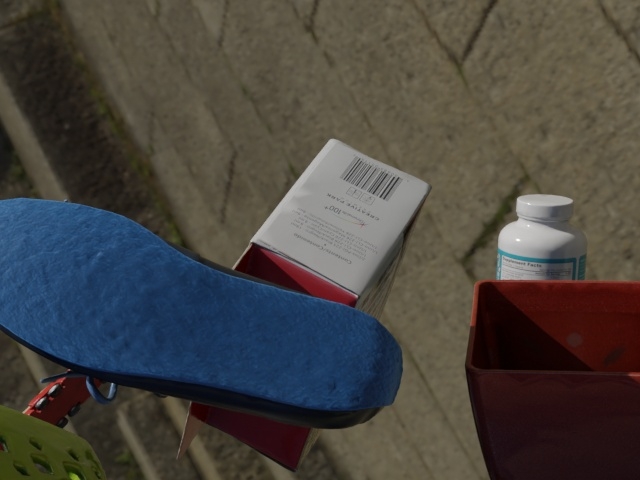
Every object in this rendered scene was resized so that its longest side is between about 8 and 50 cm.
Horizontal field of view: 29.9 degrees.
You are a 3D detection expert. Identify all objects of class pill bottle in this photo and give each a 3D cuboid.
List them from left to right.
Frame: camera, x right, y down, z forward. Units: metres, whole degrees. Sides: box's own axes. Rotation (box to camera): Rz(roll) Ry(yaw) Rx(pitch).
[{"bbox_3d":[0.363,0.061,1.980,0.146,0.146,0.264,-153,62,-62],"label":"pill bottle"}]

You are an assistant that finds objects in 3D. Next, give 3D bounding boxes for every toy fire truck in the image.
[{"bbox_3d":[-0.369,0.222,1.627,0.047,0.192,0.135,50,153,-15],"label":"toy fire truck"}]

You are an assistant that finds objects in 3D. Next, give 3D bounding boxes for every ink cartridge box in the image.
[{"bbox_3d":[-0.022,0.096,1.314,0.130,0.272,0.309,27,135,10],"label":"ink cartridge box"}]

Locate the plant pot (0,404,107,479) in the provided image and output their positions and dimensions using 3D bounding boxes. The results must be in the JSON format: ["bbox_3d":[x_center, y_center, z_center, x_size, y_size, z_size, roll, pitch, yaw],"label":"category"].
[{"bbox_3d":[-0.309,0.288,1.062,0.228,0.227,0.207,29,-176,-40],"label":"plant pot"}]

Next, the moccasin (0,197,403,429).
[{"bbox_3d":[-0.113,0.077,0.898,0.342,0.137,0.117,23,158,4],"label":"moccasin"}]

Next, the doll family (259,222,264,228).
[{"bbox_3d":[0.000,0.000,1.907,0.111,0.193,0.076,121,141,-59],"label":"doll family"}]

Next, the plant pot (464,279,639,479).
[{"bbox_3d":[0.318,0.206,1.456,0.267,0.267,0.235,-64,-28,-68],"label":"plant pot"}]
